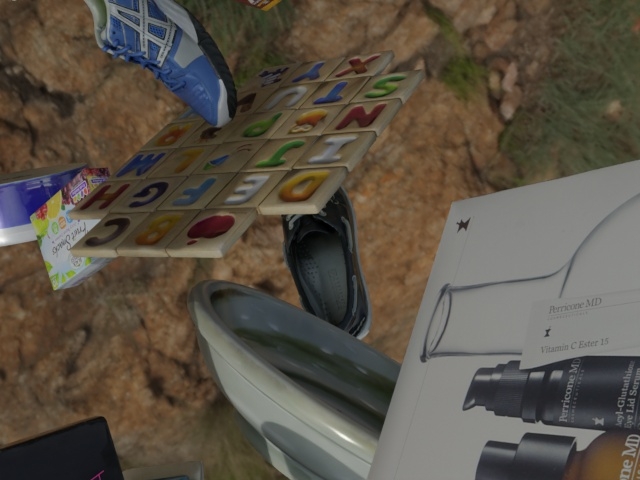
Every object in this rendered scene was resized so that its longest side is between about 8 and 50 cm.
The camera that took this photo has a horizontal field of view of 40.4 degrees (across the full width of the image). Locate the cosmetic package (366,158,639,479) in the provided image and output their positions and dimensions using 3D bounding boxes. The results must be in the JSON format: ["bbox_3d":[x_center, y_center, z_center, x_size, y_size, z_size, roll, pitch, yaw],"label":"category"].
[{"bbox_3d":[0.133,0.143,0.424,0.097,0.284,0.377,27,71,-23],"label":"cosmetic package"}]

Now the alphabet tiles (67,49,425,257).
[{"bbox_3d":[-0.071,-0.091,0.821,0.342,0.285,0.011,-53,132,-42],"label":"alphabet tiles"}]

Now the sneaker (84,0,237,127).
[{"bbox_3d":[-0.160,-0.186,0.809,0.081,0.080,0.211,-43,101,-23],"label":"sneaker"}]

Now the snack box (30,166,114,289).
[{"bbox_3d":[-0.284,-0.012,1.029,0.037,0.100,0.141,-12,167,-47],"label":"snack box"}]

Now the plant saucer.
[{"bbox_3d":[0.028,0.179,0.866,0.400,0.400,0.100,25,97,-48],"label":"plant saucer"}]

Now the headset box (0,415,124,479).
[{"bbox_3d":[-0.262,0.281,0.584,0.283,0.246,0.131,-12,171,-36],"label":"headset box"}]

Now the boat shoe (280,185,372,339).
[{"bbox_3d":[0.000,0.000,1.255,0.114,0.302,0.091,-25,159,11],"label":"boat shoe"}]

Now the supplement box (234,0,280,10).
[{"bbox_3d":[-0.149,-0.591,1.734,0.129,0.194,0.191,-25,163,37],"label":"supplement box"}]

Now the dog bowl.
[{"bbox_3d":[-0.538,-0.065,1.566,0.265,0.265,0.104,-15,102,-28],"label":"dog bowl"}]

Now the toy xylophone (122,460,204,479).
[{"bbox_3d":[-0.263,0.293,0.879,0.236,0.081,0.322,-11,171,13],"label":"toy xylophone"}]
